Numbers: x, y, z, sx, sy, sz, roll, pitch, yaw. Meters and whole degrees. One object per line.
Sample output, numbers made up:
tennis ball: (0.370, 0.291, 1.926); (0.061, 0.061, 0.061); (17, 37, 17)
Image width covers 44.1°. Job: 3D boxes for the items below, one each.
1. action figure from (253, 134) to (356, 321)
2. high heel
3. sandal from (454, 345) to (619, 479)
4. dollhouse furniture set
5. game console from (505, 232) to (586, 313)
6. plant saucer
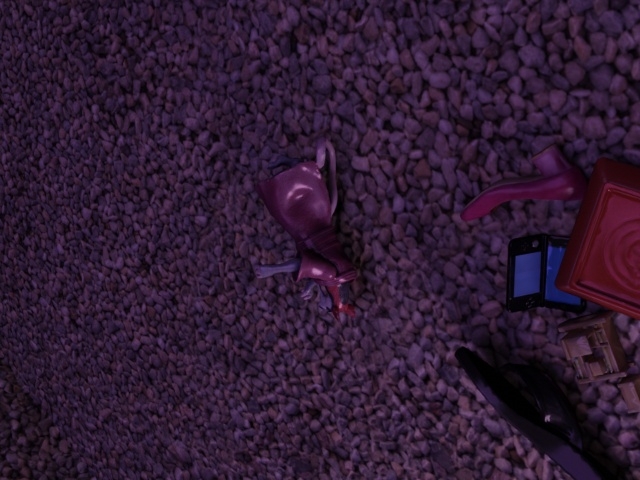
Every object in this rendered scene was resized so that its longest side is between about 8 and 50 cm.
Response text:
action figure: (0.000, 0.000, 1.721); (0.275, 0.248, 0.370); (-31, 82, 13)
high heel: (0.372, -0.071, 1.453); (0.244, 0.082, 0.117); (-37, 87, 34)
sandal: (0.444, 0.338, 1.483); (0.445, 0.167, 0.107); (42, 100, 12)
dollhouse furniture set: (0.478, 0.238, 1.397); (0.101, 0.161, 0.182); (-21, 89, 40)
game console: (0.415, 0.067, 1.449); (0.085, 0.124, 0.144); (26, 121, 60)
plant saucer: (0.549, 0.021, 1.328); (0.259, 0.047, 0.259); (22, 116, 23)
